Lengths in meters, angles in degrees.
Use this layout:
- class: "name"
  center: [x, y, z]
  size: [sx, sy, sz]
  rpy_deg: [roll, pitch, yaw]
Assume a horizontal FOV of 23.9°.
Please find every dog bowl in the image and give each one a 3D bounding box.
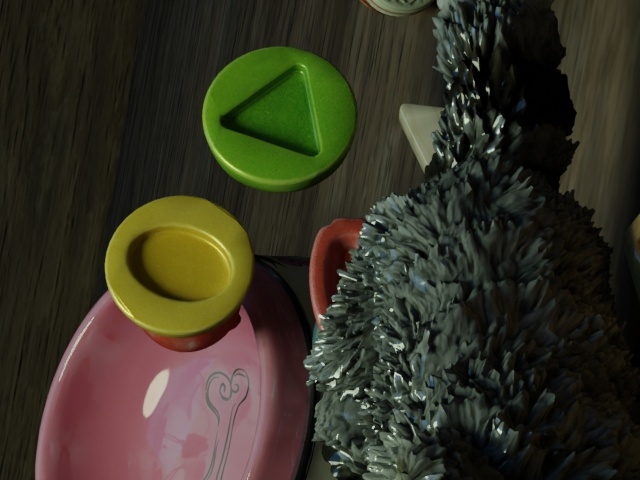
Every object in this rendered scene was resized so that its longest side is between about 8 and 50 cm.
- class: "dog bowl"
  center: [-0.115, 0.190, 1.448]
  size: [0.408, 0.150, 0.408]
  rpy_deg: [-21, 58, 38]

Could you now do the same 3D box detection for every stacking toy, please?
- class: "stacking toy"
  center: [0.000, 0.000, 1.292]
  size: [0.130, 0.309, 0.279]
  rpy_deg: [92, -164, -67]

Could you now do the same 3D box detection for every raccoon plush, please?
- class: "raccoon plush"
  center: [0.091, 0.018, 0.883]
  size: [0.299, 0.216, 0.446]
  rpy_deg: [123, 137, -85]

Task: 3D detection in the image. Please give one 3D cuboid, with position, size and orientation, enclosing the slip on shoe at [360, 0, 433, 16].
- class: "slip on shoe"
  center: [0.074, -0.377, 1.470]
  size: [0.101, 0.123, 0.331]
  rpy_deg: [174, 99, -74]

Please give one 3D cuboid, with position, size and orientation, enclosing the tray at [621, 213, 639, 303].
- class: "tray"
  center: [0.272, 0.100, 0.745]
  size: [0.203, 0.076, 0.411]
  rpy_deg: [120, 151, -45]
